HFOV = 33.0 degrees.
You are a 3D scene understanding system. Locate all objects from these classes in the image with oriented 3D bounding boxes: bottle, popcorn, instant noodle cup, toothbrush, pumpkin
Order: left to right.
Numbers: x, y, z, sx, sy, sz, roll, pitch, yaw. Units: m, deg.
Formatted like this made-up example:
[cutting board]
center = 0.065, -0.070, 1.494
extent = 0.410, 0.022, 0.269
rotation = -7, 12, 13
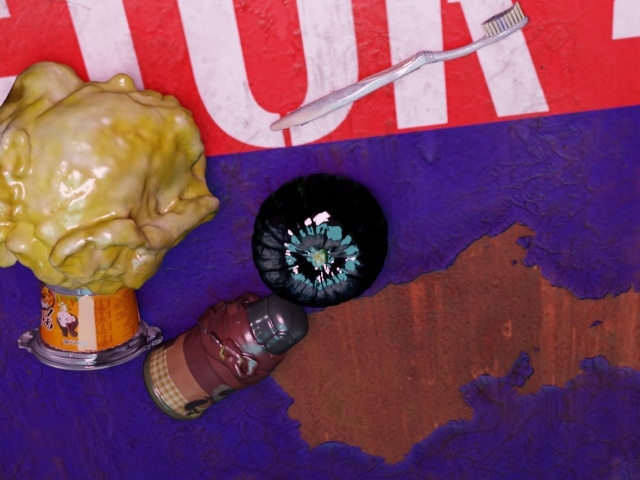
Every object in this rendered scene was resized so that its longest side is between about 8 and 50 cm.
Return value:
[instant noodle cup]
center = -0.342, 0.096, 1.593
extent = 0.208, 0.177, 0.126
rotation = -7, 116, -20
[popcorn]
center = -0.292, -0.068, 1.401
extent = 0.312, 0.312, 0.312
rotation = -1, 127, -1
[bottle]
center = -0.142, 0.168, 1.650
extent = 0.271, 0.156, 0.143
rotation = -32, 128, 26
[pumpkin]
center = 0.000, 0.000, 1.540
extent = 0.201, 0.140, 0.202
rotation = 1, 112, 2
[toothbrush]
center = 0.099, -0.222, 1.441
extent = 0.375, 0.028, 0.037
rotation = -23, 119, 15
